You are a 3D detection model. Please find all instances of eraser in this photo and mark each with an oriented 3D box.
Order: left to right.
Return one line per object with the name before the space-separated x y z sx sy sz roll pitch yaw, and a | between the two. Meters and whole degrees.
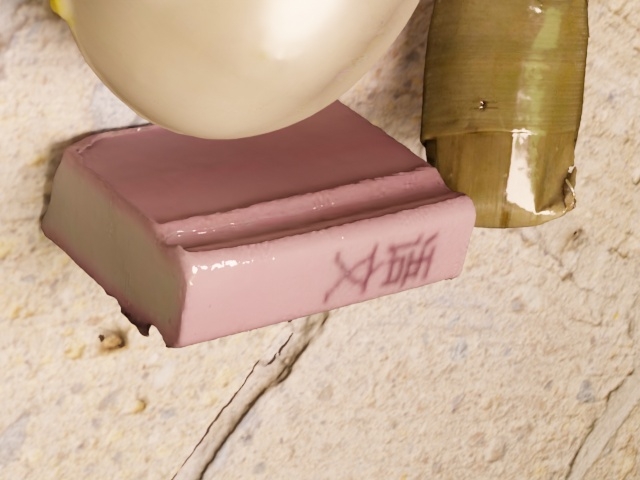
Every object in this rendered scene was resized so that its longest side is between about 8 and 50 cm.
eraser | -0.065 -0.028 2.008 0.359 0.272 0.122 -11 126 -35

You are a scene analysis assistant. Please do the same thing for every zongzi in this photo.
zongzi | 0.220 -0.245 2.191 0.418 0.181 0.447 -34 131 -81

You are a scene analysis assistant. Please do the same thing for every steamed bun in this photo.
steamed bun | -0.065 -0.273 1.804 0.374 0.334 0.334 -50 139 1
